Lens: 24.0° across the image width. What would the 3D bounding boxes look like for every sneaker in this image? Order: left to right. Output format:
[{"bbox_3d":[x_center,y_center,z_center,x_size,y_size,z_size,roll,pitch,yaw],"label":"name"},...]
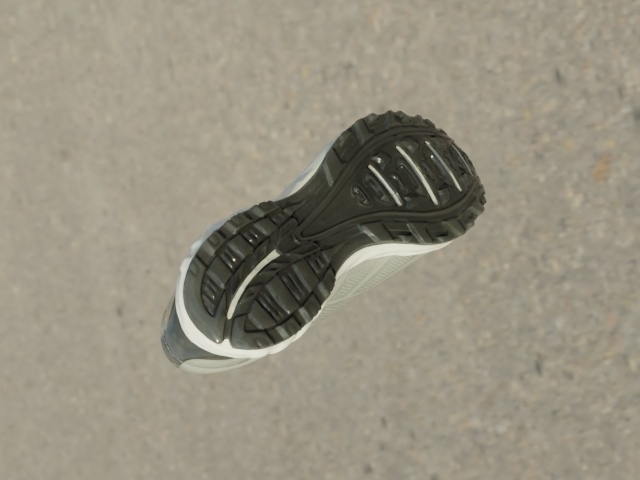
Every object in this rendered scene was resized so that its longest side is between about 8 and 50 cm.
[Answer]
[{"bbox_3d":[0.000,0.000,0.985,0.100,0.271,0.108,56,145,5],"label":"sneaker"}]
